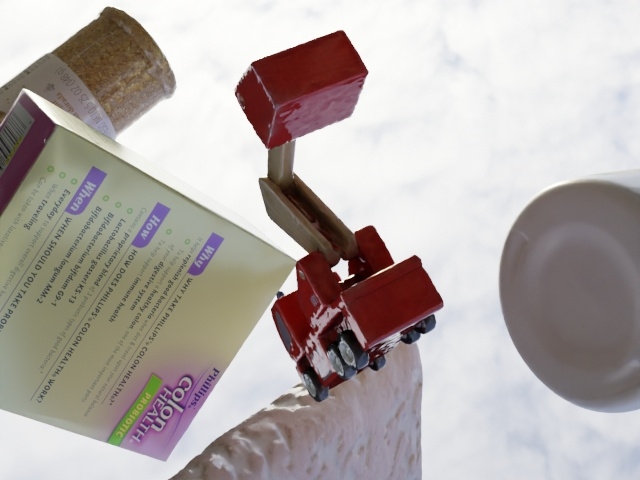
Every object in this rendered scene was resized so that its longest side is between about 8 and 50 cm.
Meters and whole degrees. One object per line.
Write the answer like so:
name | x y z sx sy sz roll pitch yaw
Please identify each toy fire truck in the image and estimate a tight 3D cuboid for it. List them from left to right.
toy fire truck | 0.000 0.000 0.434 0.047 0.192 0.135 -25 -103 -20

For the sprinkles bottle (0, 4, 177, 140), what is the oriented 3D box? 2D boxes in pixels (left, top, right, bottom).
sprinkles bottle | -0.317 -0.096 0.888 0.355 0.121 0.121 -43 -129 -18

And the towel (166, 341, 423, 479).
towel | 0.004 0.258 0.642 0.053 0.316 0.332 0 -167 30

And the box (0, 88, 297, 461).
box | -0.184 0.035 0.709 0.213 0.243 0.117 -57 -143 3

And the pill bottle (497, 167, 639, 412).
pill bottle | 0.246 0.017 0.550 0.246 0.136 0.136 -9 -141 -33
